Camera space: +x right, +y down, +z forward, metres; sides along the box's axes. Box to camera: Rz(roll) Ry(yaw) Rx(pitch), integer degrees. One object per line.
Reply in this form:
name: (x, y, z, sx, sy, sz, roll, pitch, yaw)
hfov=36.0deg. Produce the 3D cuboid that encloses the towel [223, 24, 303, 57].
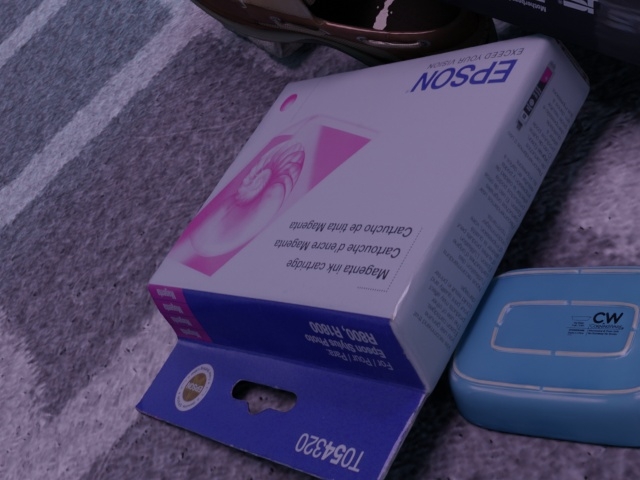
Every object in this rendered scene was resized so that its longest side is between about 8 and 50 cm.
towel: (0.015, -0.325, 1.108, 0.282, 0.049, 0.187, -44, 31, -1)

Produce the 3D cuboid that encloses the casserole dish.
casserole dish: (0.153, 0.062, 0.595, 0.188, 0.037, 0.114, -1, 53, 42)

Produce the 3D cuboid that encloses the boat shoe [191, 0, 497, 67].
boat shoe: (-0.002, -0.229, 0.846, 0.324, 0.116, 0.123, 20, 84, 16)

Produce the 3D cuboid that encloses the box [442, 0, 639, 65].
box: (0.222, -0.317, 0.731, 0.318, 0.097, 0.395, 27, 63, 34)

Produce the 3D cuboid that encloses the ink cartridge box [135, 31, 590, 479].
ink cartridge box: (0.000, 0.000, 0.750, 0.324, 0.071, 0.330, 2, 53, 53)
